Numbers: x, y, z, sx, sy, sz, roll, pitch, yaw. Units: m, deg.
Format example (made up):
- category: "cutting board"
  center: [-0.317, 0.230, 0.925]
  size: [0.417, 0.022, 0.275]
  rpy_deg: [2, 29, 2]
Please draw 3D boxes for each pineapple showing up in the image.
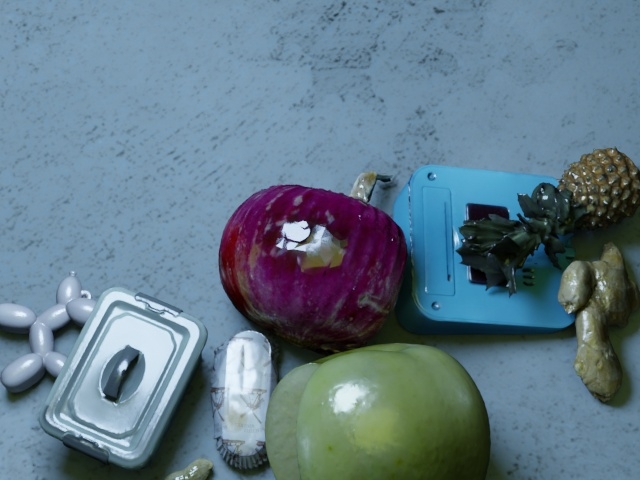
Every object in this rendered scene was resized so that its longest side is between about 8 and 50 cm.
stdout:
- category: "pineapple"
  center: [0.316, -0.031, 1.847]
  size: [0.277, 0.130, 0.119]
  rpy_deg: [-32, 70, -24]

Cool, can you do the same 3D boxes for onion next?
- category: "onion"
  center: [-0.012, 0.024, 1.831]
  size: [0.256, 0.230, 0.273]
  rpy_deg: [-6, 77, 0]

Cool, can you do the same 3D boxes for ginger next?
- category: "ginger"
  center: [0.392, 0.110, 1.867]
  size: [0.133, 0.059, 0.214]
  rpy_deg: [-9, 83, -36]

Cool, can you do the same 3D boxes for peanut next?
- category: "peanut"
  center: [-0.180, 0.322, 1.826]
  size: [0.083, 0.037, 0.037]
  rpy_deg: [-28, 71, -13]

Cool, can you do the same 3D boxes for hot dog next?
- category: "hot dog"
  center: [-0.101, 0.216, 1.854]
  size: [0.099, 0.053, 0.192]
  rpy_deg: [-3, 73, 2]

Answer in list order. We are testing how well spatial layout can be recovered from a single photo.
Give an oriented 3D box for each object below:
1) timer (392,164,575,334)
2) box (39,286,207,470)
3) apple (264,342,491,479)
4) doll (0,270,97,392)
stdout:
- category: "timer"
  center: [0.234, 0.020, 1.918]
  size: [0.249, 0.091, 0.232]
  rpy_deg: [4, 69, -10]
- category: "box"
  center: [-0.258, 0.192, 1.826]
  size: [0.162, 0.130, 0.227]
  rpy_deg: [22, 71, 10]
- category: "apple"
  center: [0.071, 0.260, 1.710]
  size: [0.291, 0.292, 0.254]
  rpy_deg: [-15, 90, -4]
- category: "doll"
  center: [-0.373, 0.124, 1.892]
  size: [0.160, 0.059, 0.161]
  rpy_deg: [-11, 69, -2]
